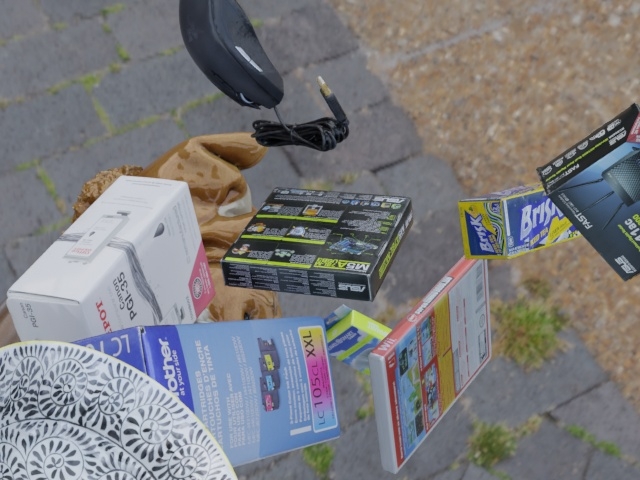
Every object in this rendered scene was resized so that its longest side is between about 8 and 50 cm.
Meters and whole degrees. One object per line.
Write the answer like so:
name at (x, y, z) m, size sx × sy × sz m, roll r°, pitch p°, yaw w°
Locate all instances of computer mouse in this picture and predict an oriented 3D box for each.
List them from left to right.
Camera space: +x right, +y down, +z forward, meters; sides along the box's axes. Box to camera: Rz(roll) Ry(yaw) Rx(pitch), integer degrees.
computer mouse at (-0.074, -0.198, 1.268) m, size 0.184 × 0.262 × 0.060 m, roll 9°, pitch 51°, yaw 40°

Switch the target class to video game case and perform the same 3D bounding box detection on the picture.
video game case at (0.161, 0.162, 1.452) m, size 0.025 × 0.204 × 0.285 m, roll 15°, pitch 38°, yaw 33°

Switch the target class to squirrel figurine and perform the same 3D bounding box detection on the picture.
squirrel figurine at (-0.237, 0.046, 1.718) m, size 0.396 × 0.281 × 0.371 m, roll -1°, pitch 60°, yaw -15°

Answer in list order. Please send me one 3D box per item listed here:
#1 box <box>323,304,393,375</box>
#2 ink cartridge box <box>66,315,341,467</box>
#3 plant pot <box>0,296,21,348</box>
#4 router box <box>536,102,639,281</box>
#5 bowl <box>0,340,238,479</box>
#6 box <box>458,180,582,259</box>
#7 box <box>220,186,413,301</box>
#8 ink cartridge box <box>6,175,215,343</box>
box at (0.082, 0.195, 1.957) m, size 0.178 × 0.109 × 0.042 m, roll 29°, pitch 44°, yaw -23°
ink cartridge box at (-0.189, 0.175, 1.060) m, size 0.269 × 0.395 × 0.151 m, roll -15°, pitch 82°, yaw 27°
plant pot at (-0.474, 0.185, 1.581) m, size 0.167 × 0.167 × 0.165 m, roll 25°, pitch 59°, yaw 5°
router box at (0.242, -0.035, 0.810) m, size 0.122 × 0.092 × 0.038 m, roll 42°, pitch 26°, yaw -28°
bowl at (-0.132, 0.141, 0.558) m, size 0.170 × 0.080 × 0.170 m, roll 34°, pitch 19°, yaw -14°
box at (0.209, -0.025, 1.009) m, size 0.168 × 0.054 × 0.059 m, roll -14°, pitch 99°, yaw -42°
box at (0.000, 0.000, 1.269) m, size 0.190 × 0.045 × 0.184 m, roll 5°, pitch 36°, yaw 19°
ink cartridge box at (-0.271, 0.073, 1.399) m, size 0.117 × 0.207 × 0.283 m, roll 6°, pitch 37°, yaw 22°
